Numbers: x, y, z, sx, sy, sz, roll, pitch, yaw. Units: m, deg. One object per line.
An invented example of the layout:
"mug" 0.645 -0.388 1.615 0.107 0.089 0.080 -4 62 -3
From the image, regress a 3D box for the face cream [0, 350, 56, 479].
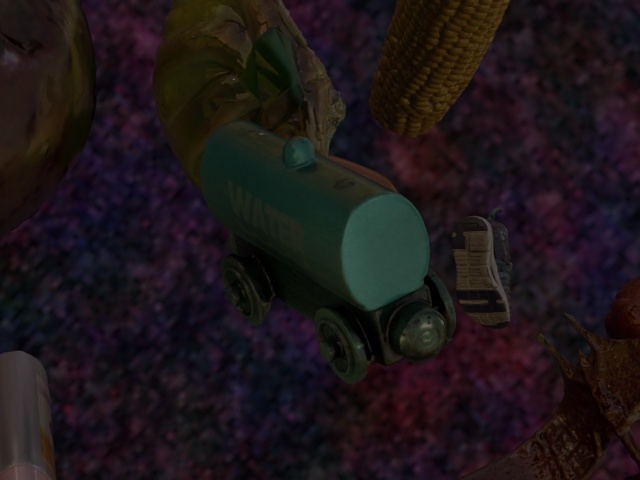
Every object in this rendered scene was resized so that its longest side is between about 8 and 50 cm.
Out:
"face cream" -0.244 0.177 1.622 0.057 0.084 0.198 -8 39 -8

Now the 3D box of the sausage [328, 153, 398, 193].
"sausage" 0.004 -0.066 2.145 0.183 0.062 0.054 11 78 6

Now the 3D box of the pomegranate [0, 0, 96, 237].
"pomegranate" -0.260 -0.082 1.184 0.242 0.306 0.242 10 64 -22

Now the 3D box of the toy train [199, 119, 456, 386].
"toy train" 0.000 0.000 1.372 0.101 0.159 0.248 -26 29 -22

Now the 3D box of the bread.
"bread" -0.066 -0.117 1.724 0.260 0.156 0.158 58 4 4

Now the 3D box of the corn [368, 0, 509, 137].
"corn" 0.117 -0.207 1.853 0.102 0.310 0.101 9 50 -10

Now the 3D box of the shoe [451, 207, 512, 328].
"shoe" 0.199 0.035 2.350 0.071 0.064 0.142 -26 109 -49

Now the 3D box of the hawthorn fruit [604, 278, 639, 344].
"hawthorn fruit" 0.352 0.088 2.127 0.093 0.093 0.093 28 35 -22

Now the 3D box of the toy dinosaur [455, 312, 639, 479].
"toy dinosaur" 0.268 0.179 2.044 0.113 0.327 0.206 -15 94 -42
